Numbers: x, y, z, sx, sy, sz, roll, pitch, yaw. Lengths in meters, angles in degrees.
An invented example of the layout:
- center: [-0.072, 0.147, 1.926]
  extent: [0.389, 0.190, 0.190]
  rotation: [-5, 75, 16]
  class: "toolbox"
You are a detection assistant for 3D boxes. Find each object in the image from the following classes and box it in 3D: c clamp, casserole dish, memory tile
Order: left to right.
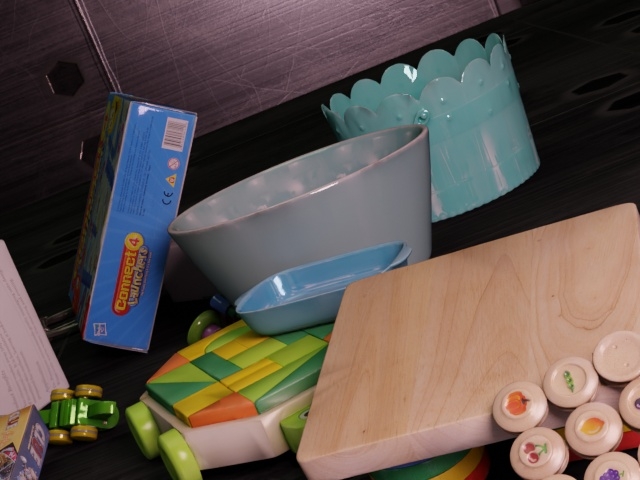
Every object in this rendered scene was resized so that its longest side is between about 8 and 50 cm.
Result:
- center: [-0.392, 0.125, 1.918]
  extent: [0.137, 0.022, 0.161]
  rotation: [-21, 11, -18]
  class: "c clamp"
- center: [0.006, 0.049, 1.251]
  extent: [0.188, 0.037, 0.114]
  rotation: [-16, 15, 25]
  class: "casserole dish"
- center: [0.174, 0.132, 0.800]
  extent: [0.113, 0.012, 0.148]
  rotation: [-26, 50, 11]
  class: "memory tile"

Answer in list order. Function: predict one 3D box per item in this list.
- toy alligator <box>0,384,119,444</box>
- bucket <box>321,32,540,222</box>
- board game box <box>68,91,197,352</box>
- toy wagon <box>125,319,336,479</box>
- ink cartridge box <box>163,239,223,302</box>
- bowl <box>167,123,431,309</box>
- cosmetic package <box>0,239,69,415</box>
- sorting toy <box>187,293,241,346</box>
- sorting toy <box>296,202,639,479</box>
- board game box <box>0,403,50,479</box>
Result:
- center: [-0.277, 0.195, 1.403]
  extent: [0.190, 0.056, 0.051]
  rotation: [-14, -26, 35]
  class: "toy alligator"
- center: [0.154, -0.146, 1.754]
  extent: [0.281, 0.183, 0.281]
  rotation: [-21, 13, 5]
  class: "bucket"
- center: [-0.258, -0.037, 1.728]
  extent: [0.086, 0.308, 0.302]
  rotation: [11, 5, -16]
  class: "board game box"
- center: [-0.030, 0.135, 1.195]
  extent: [0.267, 0.068, 0.344]
  rotation: [-27, 14, -18]
  class: "toy wagon"
- center: [-0.107, -0.001, 1.804]
  extent: [0.153, 0.087, 0.208]
  rotation: [-9, 20, 45]
  class: "ink cartridge box"
- center: [0.000, 0.000, 1.456]
  extent: [0.311, 0.163, 0.311]
  rotation: [-20, 11, 4]
  class: "bowl"
- center: [-0.490, 0.174, 1.463]
  extent: [0.156, 0.217, 0.385]
  rotation: [-12, 15, 36]
  class: "cosmetic package"
- center: [-0.109, 0.096, 1.530]
  extent: [0.042, 0.061, 0.102]
  rotation: [30, 53, 29]
  class: "sorting toy"
- center: [0.134, 0.098, 0.990]
  extent: [0.255, 0.089, 0.257]
  rotation: [-17, 24, 18]
  class: "sorting toy"
- center: [-0.358, 0.256, 1.252]
  extent: [0.165, 0.042, 0.243]
  rotation: [-22, 18, 4]
  class: "board game box"
